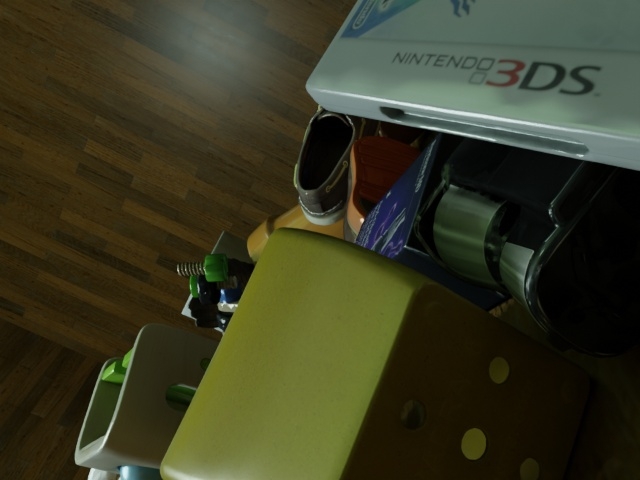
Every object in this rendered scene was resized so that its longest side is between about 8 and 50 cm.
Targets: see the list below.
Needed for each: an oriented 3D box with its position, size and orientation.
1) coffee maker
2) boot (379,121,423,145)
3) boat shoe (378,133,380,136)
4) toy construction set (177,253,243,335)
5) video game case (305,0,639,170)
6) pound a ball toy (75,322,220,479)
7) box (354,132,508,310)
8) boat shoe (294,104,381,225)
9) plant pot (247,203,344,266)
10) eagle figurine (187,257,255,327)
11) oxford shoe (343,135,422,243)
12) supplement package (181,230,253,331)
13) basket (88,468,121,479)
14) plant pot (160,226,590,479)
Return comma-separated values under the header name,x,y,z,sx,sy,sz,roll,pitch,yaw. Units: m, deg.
name,x,y,z,sx,sy,sz,roll,pitch,yaw
coffee maker,0.154,-0.032,0.411,0.178,0.120,0.171,-139,61,-74
boot,0.189,-0.239,1.080,0.283,0.109,0.220,-51,16,29
boat shoe,0.118,-0.237,1.461,0.307,0.104,0.111,-64,8,-1
toy construction set,-0.042,0.176,0.879,0.257,0.237,0.309,63,-157,-83
video game case,0.166,-0.202,0.372,0.300,0.036,0.329,24,81,49
pound a ball toy,-0.076,0.218,0.646,0.208,0.319,0.135,-37,37,48
box,0.110,0.010,0.677,0.207,0.108,0.153,-53,13,57
boat shoe,0.030,-0.189,1.126,0.096,0.117,0.324,63,-140,-60
plant pot,0.000,0.000,1.204,0.188,0.205,0.205,-44,14,21
eagle figurine,-0.105,0.160,1.190,0.298,0.226,0.225,85,-170,-79
oxford shoe,0.090,-0.062,1.017,0.363,0.130,0.132,-66,-7,-58
supplement package,-0.159,0.127,1.512,0.145,0.262,0.204,-60,8,22
basket,-0.248,0.387,1.099,0.331,0.266,0.328,-171,103,-78
plant pot,0.048,0.121,0.439,0.187,0.212,0.212,-9,54,64
